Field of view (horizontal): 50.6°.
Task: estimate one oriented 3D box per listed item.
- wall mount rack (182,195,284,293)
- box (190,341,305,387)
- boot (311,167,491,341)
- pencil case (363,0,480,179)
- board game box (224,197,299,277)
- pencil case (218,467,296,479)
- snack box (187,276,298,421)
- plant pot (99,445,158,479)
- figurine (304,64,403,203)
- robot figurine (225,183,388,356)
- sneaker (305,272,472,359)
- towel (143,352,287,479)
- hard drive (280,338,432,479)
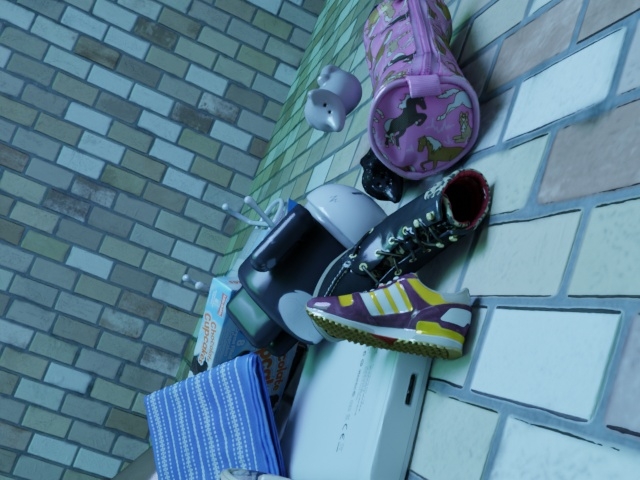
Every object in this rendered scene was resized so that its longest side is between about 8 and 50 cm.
[{"bbox_3d":[-0.201,0.028,1.523,0.350,0.130,0.304,-62,19,-9],"label":"wall mount rack"},{"bbox_3d":[-0.150,0.233,1.350,0.203,0.168,0.167,-64,14,13],"label":"box"},{"bbox_3d":[0.095,0.014,0.823,0.236,0.085,0.178,-46,3,-32],"label":"boot"},{"bbox_3d":[0.143,-0.252,1.026,0.160,0.167,0.386,-33,29,25],"label":"pencil case"},{"bbox_3d":[-0.133,0.100,1.578,0.302,0.086,0.308,-49,21,27],"label":"board game box"},{"bbox_3d":[-0.108,0.470,0.804,0.183,0.159,0.411,96,-165,-81],"label":"pencil case"},{"bbox_3d":[-0.134,0.218,1.179,0.060,0.187,0.322,29,110,41],"label":"snack box"},{"bbox_3d":[-0.343,0.554,1.489,0.229,0.263,0.263,-52,10,-14],"label":"plant pot"},{"bbox_3d":[0.055,-0.161,1.030,0.092,0.215,0.209,-38,12,17],"label":"figurine"},{"bbox_3d":[-0.014,0.042,1.027,0.278,0.173,0.209,-47,6,3],"label":"robot figurine"},{"bbox_3d":[0.076,0.075,0.759,0.069,0.185,0.084,61,-137,-61],"label":"sneaker"},{"bbox_3d":[-0.177,0.330,1.060,0.336,0.040,0.243,-28,69,41],"label":"towel"},{"bbox_3d":[0.037,0.214,0.912,0.353,0.047,0.233,-39,31,63],"label":"hard drive"}]
